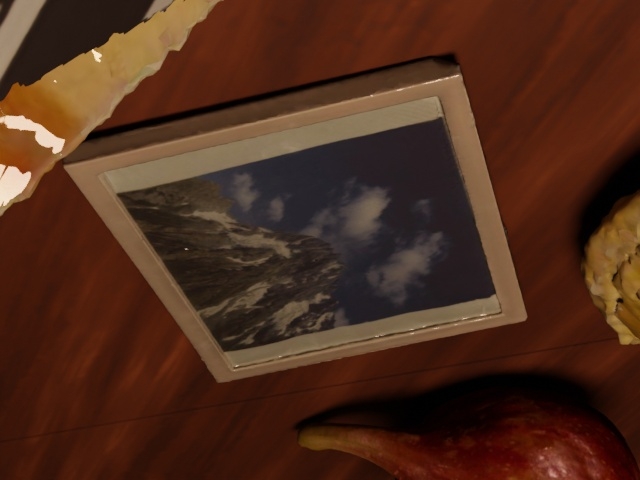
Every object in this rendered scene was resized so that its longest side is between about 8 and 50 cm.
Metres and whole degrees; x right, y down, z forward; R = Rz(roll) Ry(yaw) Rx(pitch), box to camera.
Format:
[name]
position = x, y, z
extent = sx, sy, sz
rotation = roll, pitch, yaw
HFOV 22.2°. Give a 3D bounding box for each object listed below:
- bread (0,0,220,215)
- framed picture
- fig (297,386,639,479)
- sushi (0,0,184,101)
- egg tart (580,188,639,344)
[bread]
position = -0.157, -0.099, 0.571
extent = 0.240, 0.135, 0.178
rotation = -45, 114, -6
[framed picture]
position = 0.000, 0.000, 0.909
extent = 0.209, 0.019, 0.281
rotation = -13, 150, 10
[fig]
position = 0.107, 0.167, 1.105
extent = 0.207, 0.175, 0.175
rotation = 29, 139, -18
[sushi]
position = 0.032, -0.153, 0.437
extent = 0.294, 0.059, 0.292
rotation = -37, 164, -32
[egg tart]
position = 0.312, 0.029, 0.914
extent = 0.341, 0.132, 0.341
rotation = -6, 152, -3
